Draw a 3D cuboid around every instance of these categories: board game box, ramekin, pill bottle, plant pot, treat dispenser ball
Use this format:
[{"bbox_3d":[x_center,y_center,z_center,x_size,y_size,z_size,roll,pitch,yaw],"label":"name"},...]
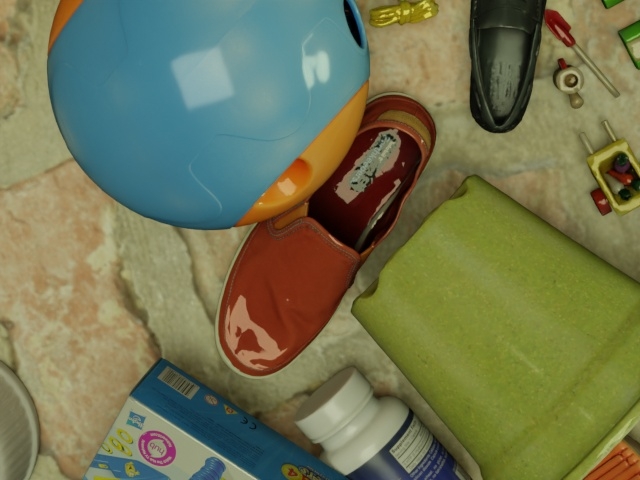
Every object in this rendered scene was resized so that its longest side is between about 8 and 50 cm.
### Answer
[{"bbox_3d":[-0.110,0.323,1.368,0.308,0.086,0.302,32,117,3],"label":"board game box"},{"bbox_3d":[-0.402,0.215,1.404,0.207,0.109,0.207,1,102,3],"label":"ramekin"},{"bbox_3d":[0.064,0.223,1.382,0.112,0.112,0.186,-40,97,10],"label":"pill bottle"},{"bbox_3d":[0.178,0.084,1.292,0.254,0.276,0.276,42,101,6],"label":"plant pot"},{"bbox_3d":[-0.099,-0.152,1.222,0.288,0.288,0.288,1,102,3],"label":"treat dispenser ball"}]

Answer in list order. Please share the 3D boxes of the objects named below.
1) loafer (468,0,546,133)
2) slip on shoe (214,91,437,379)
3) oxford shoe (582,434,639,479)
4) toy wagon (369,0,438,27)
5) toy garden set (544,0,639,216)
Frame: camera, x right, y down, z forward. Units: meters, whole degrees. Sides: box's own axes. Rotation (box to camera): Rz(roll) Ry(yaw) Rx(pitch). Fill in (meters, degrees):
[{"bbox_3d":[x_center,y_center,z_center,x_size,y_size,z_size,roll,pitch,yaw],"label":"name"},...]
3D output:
[{"bbox_3d":[0.180,-0.213,1.302,0.076,0.078,0.223,4,102,2],"label":"loafer"},{"bbox_3d":[0.000,0.000,1.345,0.123,0.101,0.331,35,103,-6],"label":"slip on shoe"},{"bbox_3d":[0.394,0.329,1.398,0.363,0.133,0.130,51,132,7],"label":"oxford shoe"},{"bbox_3d":[0.046,-0.370,1.266,0.267,0.068,0.344,-10,114,5],"label":"toy wagon"},{"bbox_3d":[0.321,-0.155,1.322,0.204,0.049,0.244,-28,99,8],"label":"toy garden set"}]
